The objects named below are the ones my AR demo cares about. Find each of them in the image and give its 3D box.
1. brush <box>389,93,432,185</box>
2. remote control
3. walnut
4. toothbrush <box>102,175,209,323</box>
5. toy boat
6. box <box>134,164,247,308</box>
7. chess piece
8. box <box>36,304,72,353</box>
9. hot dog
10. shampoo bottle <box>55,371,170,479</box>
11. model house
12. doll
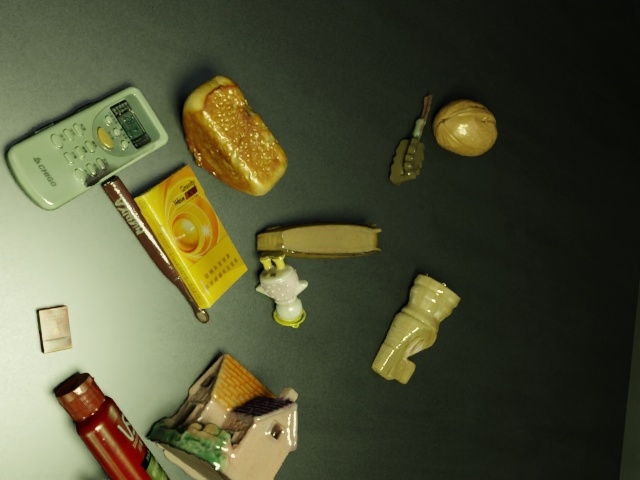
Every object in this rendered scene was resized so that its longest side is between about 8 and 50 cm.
[{"bbox_3d":[0.270,-0.288,1.725,0.071,0.084,0.301,35,62,-30],"label":"brush"},{"bbox_3d":[-0.442,-0.181,1.175,0.296,0.056,0.140,-40,106,-33],"label":"remote control"},{"bbox_3d":[0.423,-0.330,1.792,0.197,0.165,0.165,15,79,-40],"label":"walnut"},{"bbox_3d":[-0.330,0.027,1.265,0.041,0.041,0.364,-43,112,-31],"label":"toothbrush"},{"bbox_3d":[0.000,0.000,1.475,0.321,0.121,0.089,-2,89,-24],"label":"toy boat"},{"bbox_3d":[-0.267,-0.008,1.293,0.152,0.043,0.269,-48,116,-49],"label":"box"},{"bbox_3d":[0.251,0.247,1.672,0.137,0.137,0.301,40,78,-30],"label":"chess piece"},{"bbox_3d":[-0.495,0.165,1.143,0.051,0.023,0.082,-7,92,-37],"label":"box"},{"bbox_3d":[-0.194,-0.216,1.311,0.150,0.153,0.257,-46,113,-25],"label":"hot dog"},{"bbox_3d":[-0.383,0.393,1.166,0.076,0.118,0.314,-26,107,3],"label":"shampoo bottle"},{"bbox_3d":[-0.178,0.370,1.254,0.202,0.237,0.237,47,57,-19],"label":"model house"},{"bbox_3d":[-0.084,0.119,1.411,0.081,0.129,0.207,-64,144,-54],"label":"doll"}]
